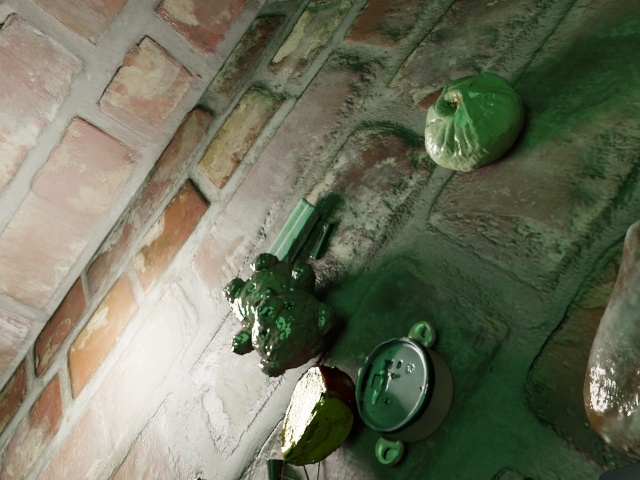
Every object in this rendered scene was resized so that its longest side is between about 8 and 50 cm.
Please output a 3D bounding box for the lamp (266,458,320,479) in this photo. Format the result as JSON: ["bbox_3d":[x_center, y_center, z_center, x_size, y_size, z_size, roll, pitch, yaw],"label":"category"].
[{"bbox_3d":[-0.052,0.409,0.941,0.121,0.041,0.054,-26,53,40],"label":"lamp"}]

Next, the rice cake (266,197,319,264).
[{"bbox_3d":[-0.078,0.005,1.284,0.226,0.040,0.085,-58,34,-2],"label":"rice cake"}]

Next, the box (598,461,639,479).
[{"bbox_3d":[0.330,0.268,0.465,0.230,0.050,0.160,101,177,-57],"label":"box"}]

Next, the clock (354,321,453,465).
[{"bbox_3d":[0.125,0.231,0.842,0.156,0.063,0.229,0,62,50],"label":"clock"}]

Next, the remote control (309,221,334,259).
[{"bbox_3d":[0.000,0.000,1.217,0.034,0.016,0.091,9,71,48],"label":"remote control"}]

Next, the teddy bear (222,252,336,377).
[{"bbox_3d":[-0.090,0.146,1.094,0.236,0.151,0.267,-45,31,5],"label":"teddy bear"}]

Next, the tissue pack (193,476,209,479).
[{"bbox_3d":[-0.274,0.552,1.063,0.155,0.065,0.115,-36,40,28],"label":"tissue pack"}]

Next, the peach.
[{"bbox_3d":[0.003,0.297,0.907,0.127,0.092,0.172,-2,67,63],"label":"peach"}]

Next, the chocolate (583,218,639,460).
[{"bbox_3d":[0.399,0.094,0.597,0.185,0.100,0.303,1,61,54],"label":"chocolate"}]

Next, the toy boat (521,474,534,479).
[{"bbox_3d":[0.263,0.337,0.596,0.055,0.060,0.141,-50,42,9],"label":"toy boat"}]

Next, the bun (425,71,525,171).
[{"bbox_3d":[0.271,-0.227,0.986,0.195,0.118,0.195,-34,37,31],"label":"bun"}]
